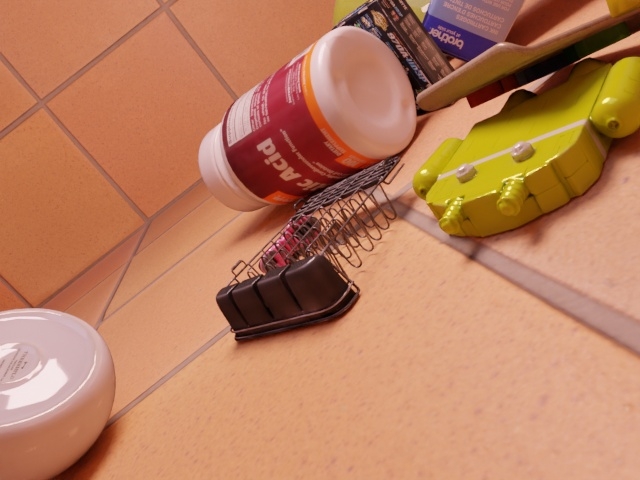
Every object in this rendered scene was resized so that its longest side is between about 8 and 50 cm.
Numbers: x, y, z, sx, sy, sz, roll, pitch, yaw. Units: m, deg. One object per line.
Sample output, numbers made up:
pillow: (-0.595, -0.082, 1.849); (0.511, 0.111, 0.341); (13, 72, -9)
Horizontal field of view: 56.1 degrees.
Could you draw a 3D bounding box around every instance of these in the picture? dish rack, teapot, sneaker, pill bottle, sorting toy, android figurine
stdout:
dish rack: (0.000, 0.000, 0.757); (0.208, 0.074, 0.271); (-19, 23, 44)
teapot: (-0.380, 0.224, 0.757); (0.253, 0.187, 0.256); (28, 36, 30)
sneaker: (-0.049, 0.007, 0.892); (0.119, 0.047, 0.057); (-43, 6, -21)
pill bottle: (-0.042, -0.194, 1.088); (0.392, 0.224, 0.224); (-21, 24, 46)
sorting toy: (0.266, -0.207, 0.647); (0.229, 0.041, 0.307); (-21, 3, -16)
android figurine: (0.204, -0.095, 0.608); (0.248, 0.056, 0.273); (-18, 24, 48)

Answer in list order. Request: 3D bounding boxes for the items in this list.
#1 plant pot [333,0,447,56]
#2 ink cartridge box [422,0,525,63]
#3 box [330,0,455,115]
plant pot: (0.217, -0.523, 1.428); (0.275, 0.274, 0.293); (-40, 32, -8)
ink cartridge box: (0.302, -0.487, 1.092); (0.270, 0.151, 0.395); (-66, -2, -58)
box: (0.135, -0.323, 1.070); (0.051, 0.220, 0.175); (-47, 18, -17)
